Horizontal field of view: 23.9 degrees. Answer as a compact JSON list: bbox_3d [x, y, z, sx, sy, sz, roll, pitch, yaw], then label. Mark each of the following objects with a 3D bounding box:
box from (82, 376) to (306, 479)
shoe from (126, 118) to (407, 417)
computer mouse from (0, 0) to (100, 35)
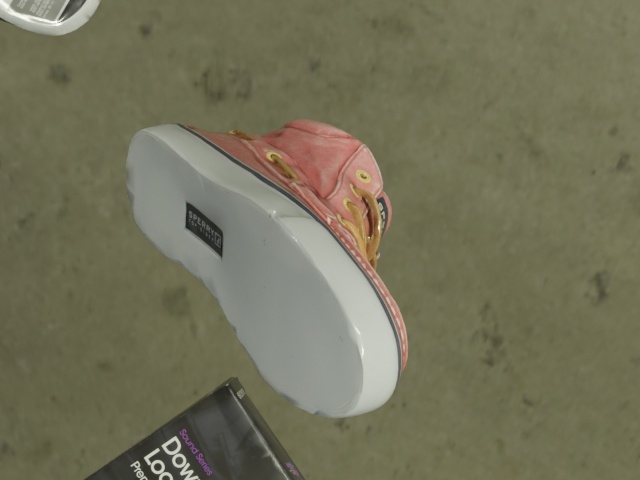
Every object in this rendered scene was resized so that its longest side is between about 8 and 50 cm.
[{"bbox_3d":[-0.070,0.149,0.628,0.162,0.029,0.116,-35,89,2],"label":"box"},{"bbox_3d":[0.000,0.000,0.558,0.081,0.063,0.178,-9,30,-29],"label":"shoe"},{"bbox_3d":[-0.220,-0.178,0.896,0.193,0.042,0.106,30,75,-5],"label":"computer mouse"}]
